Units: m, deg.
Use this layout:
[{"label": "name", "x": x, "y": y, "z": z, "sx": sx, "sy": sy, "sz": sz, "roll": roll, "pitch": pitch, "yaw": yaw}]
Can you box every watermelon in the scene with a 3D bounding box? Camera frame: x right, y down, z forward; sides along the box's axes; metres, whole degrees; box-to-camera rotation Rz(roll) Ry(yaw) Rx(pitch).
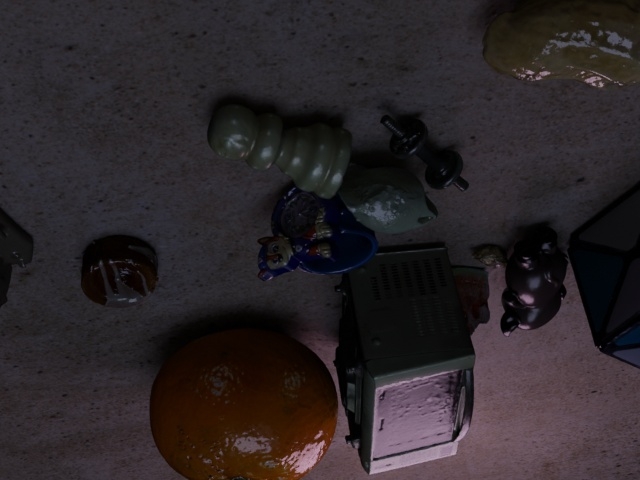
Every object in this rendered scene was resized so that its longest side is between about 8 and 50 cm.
[{"label": "watermelon", "x": 0.314, "y": 0.122, "z": 2.196, "sx": 0.097, "sy": 0.158, "sz": 0.121, "roll": -4, "pitch": 114, "yaw": -2}]

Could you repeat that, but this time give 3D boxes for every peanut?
[{"label": "peanut", "x": 0.432, "y": -0.327, "z": 1.640, "sx": 0.340, "sy": 0.158, "sz": 0.174, "roll": 8, "pitch": 169, "yaw": -10}]

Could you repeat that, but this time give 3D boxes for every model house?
[{"label": "model house", "x": -0.648, "y": 0.039, "z": 1.933, "sx": 0.122, "sy": 0.188, "sz": 0.229, "roll": -4, "pitch": 143, "yaw": 22}]

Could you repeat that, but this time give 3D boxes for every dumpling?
[{"label": "dumpling", "x": 0.124, "y": -0.090, "z": 1.877, "sx": 0.219, "sy": 0.153, "sz": 0.108, "roll": 8, "pitch": 151, "yaw": -35}]

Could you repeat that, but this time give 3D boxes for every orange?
[{"label": "orange", "x": -0.168, "y": 0.391, "z": 2.297, "sx": 0.423, "sy": 0.326, "sz": 0.424, "roll": -2, "pitch": 139, "yaw": -2}]

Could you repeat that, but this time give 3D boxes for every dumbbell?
[{"label": "dumbbell", "x": 0.191, "y": -0.155, "z": 1.870, "sx": 0.081, "sy": 0.082, "sz": 0.254, "roll": -31, "pitch": 135, "yaw": 28}]

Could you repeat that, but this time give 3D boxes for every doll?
[{"label": "doll", "x": 0.444, "y": 0.091, "z": 2.164, "sx": 0.182, "sy": 0.117, "sz": 0.257, "roll": -30, "pitch": 144, "yaw": -17}]

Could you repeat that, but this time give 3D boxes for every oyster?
[{"label": "oyster", "x": 0.356, "y": 0.034, "z": 2.174, "sx": 0.080, "sy": 0.038, "sz": 0.083, "roll": 0, "pitch": 167, "yaw": 6}]

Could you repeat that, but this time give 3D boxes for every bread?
[{"label": "bread", "x": -0.401, "y": 0.063, "z": 2.065, "sx": 0.160, "sy": 0.073, "sz": 0.160, "roll": -6, "pitch": 140, "yaw": -5}]

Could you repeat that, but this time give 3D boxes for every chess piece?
[{"label": "chess piece", "x": -0.078, "y": -0.163, "z": 1.797, "sx": 0.243, "sy": 0.133, "sz": 0.133, "roll": 15, "pitch": 137, "yaw": -17}]

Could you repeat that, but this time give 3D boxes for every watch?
[{"label": "watch", "x": 0.005, "y": -0.008, "z": 1.979, "sx": 0.196, "sy": 0.171, "sz": 0.200, "roll": -19, "pitch": 152, "yaw": 34}]

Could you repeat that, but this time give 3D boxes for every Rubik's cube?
[{"label": "Rubik's cube", "x": 0.711, "y": 0.080, "z": 2.051, "sx": 0.307, "sy": 0.305, "sz": 0.310, "roll": 22, "pitch": 133, "yaw": -30}]

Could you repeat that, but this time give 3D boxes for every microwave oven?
[{"label": "microwave oven", "x": 0.161, "y": 0.258, "z": 2.174, "sx": 0.247, "sy": 0.333, "sz": 0.394, "roll": -7, "pitch": 140, "yaw": -5}]
